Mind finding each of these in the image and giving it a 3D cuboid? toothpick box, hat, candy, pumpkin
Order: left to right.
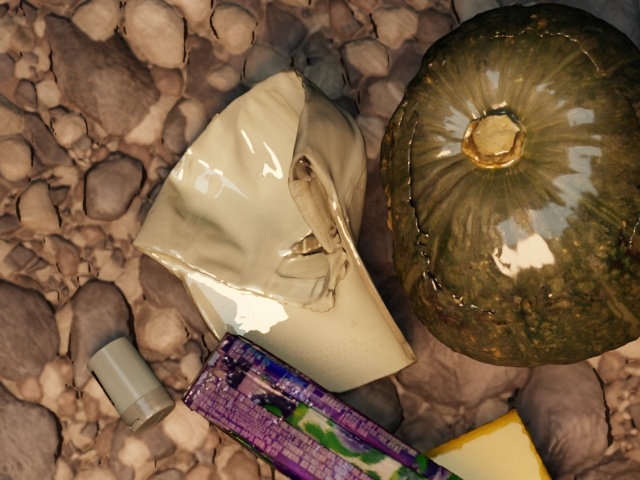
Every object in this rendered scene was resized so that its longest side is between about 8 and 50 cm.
[{"bbox_3d":[-0.184,0.141,1.845,0.052,0.052,0.083,-37,77,-2],"label":"toothpick box"},{"bbox_3d":[-0.006,0.000,1.807,0.301,0.257,0.168,55,46,-10],"label":"hat"},{"bbox_3d":[0.019,0.197,1.722,0.312,0.061,0.088,33,82,21],"label":"candy"},{"bbox_3d":[0.195,-0.054,1.743,0.291,0.257,0.328,-23,70,14],"label":"pumpkin"}]

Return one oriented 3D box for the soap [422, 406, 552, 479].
[{"bbox_3d":[0.087,0.310,1.765,0.324,0.096,0.204,-26,78,0],"label":"soap"}]
